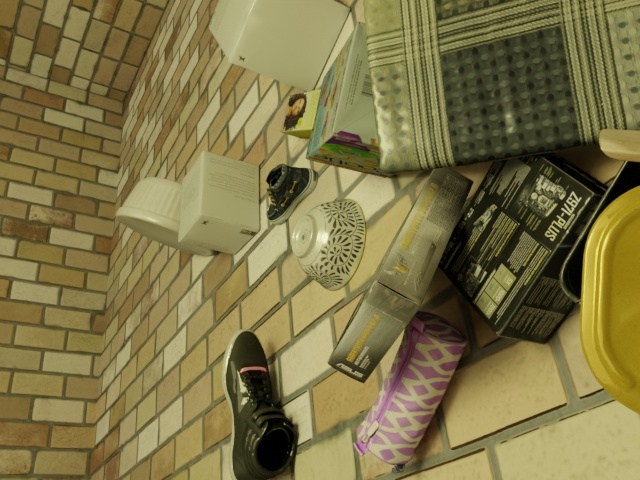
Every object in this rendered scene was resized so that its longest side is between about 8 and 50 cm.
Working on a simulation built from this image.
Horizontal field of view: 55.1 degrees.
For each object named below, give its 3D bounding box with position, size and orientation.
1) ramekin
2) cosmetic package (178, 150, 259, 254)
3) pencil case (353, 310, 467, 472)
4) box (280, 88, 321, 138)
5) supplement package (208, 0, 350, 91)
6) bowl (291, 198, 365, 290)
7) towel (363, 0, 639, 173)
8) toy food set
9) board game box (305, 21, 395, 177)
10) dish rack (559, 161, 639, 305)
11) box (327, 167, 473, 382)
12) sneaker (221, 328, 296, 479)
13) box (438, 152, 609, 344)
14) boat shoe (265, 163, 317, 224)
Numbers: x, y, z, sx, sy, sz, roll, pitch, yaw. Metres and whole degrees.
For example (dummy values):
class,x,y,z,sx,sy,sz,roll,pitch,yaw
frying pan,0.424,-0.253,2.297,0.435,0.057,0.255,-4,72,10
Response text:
class,x,y,z,sx,sy,sz,roll,pitch,yaw
ramekin,-0.392,-0.067,1.640,0.273,0.273,0.127,-6,61,60
cosmetic package,-0.245,-0.088,1.486,0.151,0.151,0.183,-39,45,49
pencil case,0.114,0.193,0.802,0.086,0.088,0.206,41,113,56
box,-0.002,-0.251,1.221,0.232,0.058,0.087,12,89,61
supplement package,-0.100,-0.487,1.346,0.199,0.198,0.262,-62,32,24
bowl,0.000,0.000,1.091,0.170,0.080,0.170,-30,54,53
towel,0.202,-0.246,0.673,0.312,0.056,0.324,-7,80,22
toy food set,0.276,0.027,0.471,0.128,0.071,0.217,3,83,35
board game box,0.077,-0.183,0.880,0.275,0.142,0.144,-169,92,-81
dish rack,0.344,0.021,0.481,0.208,0.074,0.271,-67,31,19
box,0.100,0.039,0.762,0.231,0.056,0.183,-57,-7,-41
sneaker,-0.108,0.303,1.142,0.147,0.105,0.295,-28,60,51
box,0.231,-0.002,0.685,0.180,0.078,0.147,-64,31,22
boat shoe,-0.087,-0.100,1.281,0.183,0.083,0.065,-43,43,45
